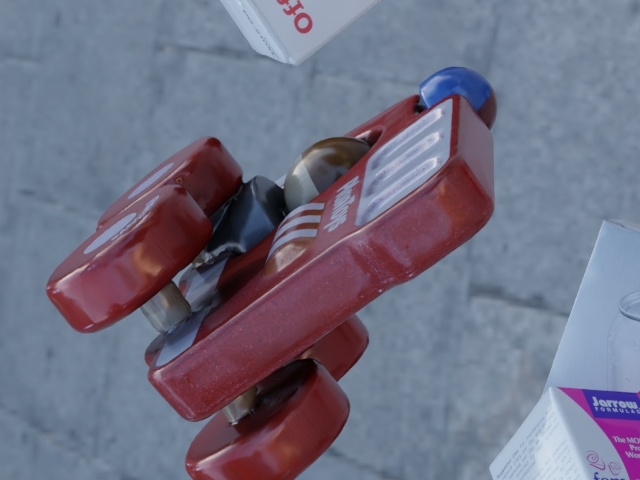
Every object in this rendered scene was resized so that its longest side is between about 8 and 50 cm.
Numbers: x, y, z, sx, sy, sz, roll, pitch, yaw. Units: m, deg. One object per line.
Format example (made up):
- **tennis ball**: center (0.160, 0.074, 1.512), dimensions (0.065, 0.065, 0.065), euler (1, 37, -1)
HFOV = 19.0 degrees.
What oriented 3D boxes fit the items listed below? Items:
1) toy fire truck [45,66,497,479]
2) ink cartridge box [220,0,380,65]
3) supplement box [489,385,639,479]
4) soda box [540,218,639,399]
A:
- **toy fire truck**: center (0.000, 0.000, 1.127), dimensions (0.254, 0.169, 0.302), euler (-34, 10, 15)
- **ink cartridge box**: center (0.009, -0.271, 1.445), dimensions (0.237, 0.172, 0.100), euler (-39, 22, -10)
- **supplement box**: center (0.229, 0.231, 1.459), dimensions (0.114, 0.111, 0.220), euler (-61, 35, 38)
- **soda box**: center (0.252, 0.130, 1.649), dimensions (0.098, 0.091, 0.286), euler (22, 97, 22)
